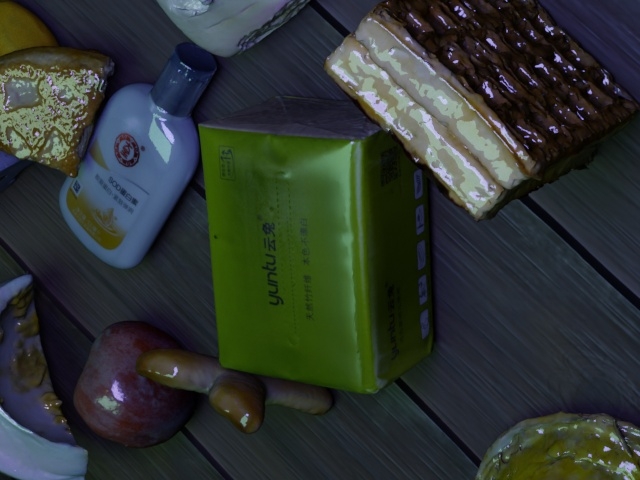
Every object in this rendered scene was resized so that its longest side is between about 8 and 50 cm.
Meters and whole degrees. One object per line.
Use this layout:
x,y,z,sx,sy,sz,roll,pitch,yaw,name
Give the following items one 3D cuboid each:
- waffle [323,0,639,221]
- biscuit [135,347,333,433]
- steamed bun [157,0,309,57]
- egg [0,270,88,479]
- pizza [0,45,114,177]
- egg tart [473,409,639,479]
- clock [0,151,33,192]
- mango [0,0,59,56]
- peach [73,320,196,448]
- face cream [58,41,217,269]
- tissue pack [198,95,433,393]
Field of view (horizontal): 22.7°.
0.155,-0.139,1.455,0.213,0.308,0.091,46,121,10,waffle
-0.091,0.157,1.789,0.164,0.208,0.047,24,100,24,biscuit
-0.120,-0.316,1.669,0.170,0.152,0.238,-29,93,36,steamed bun
-0.409,0.188,1.984,0.206,0.162,0.271,161,95,-68,egg
-0.311,-0.148,1.843,0.182,0.062,0.161,-20,93,10,pizza
0.272,0.317,1.661,0.295,0.116,0.294,12,114,28,egg tart
-0.478,-0.155,1.943,0.189,0.189,0.254,-35,85,37,clock
-0.351,-0.211,1.909,0.098,0.075,0.190,-32,82,27,mango
-0.219,0.180,1.934,0.152,0.152,0.152,12,113,30,peach
-0.204,-0.103,1.849,0.144,0.071,0.291,48,126,16,face cream
0.000,0.000,1.692,0.200,0.167,0.274,8,110,31,tissue pack
